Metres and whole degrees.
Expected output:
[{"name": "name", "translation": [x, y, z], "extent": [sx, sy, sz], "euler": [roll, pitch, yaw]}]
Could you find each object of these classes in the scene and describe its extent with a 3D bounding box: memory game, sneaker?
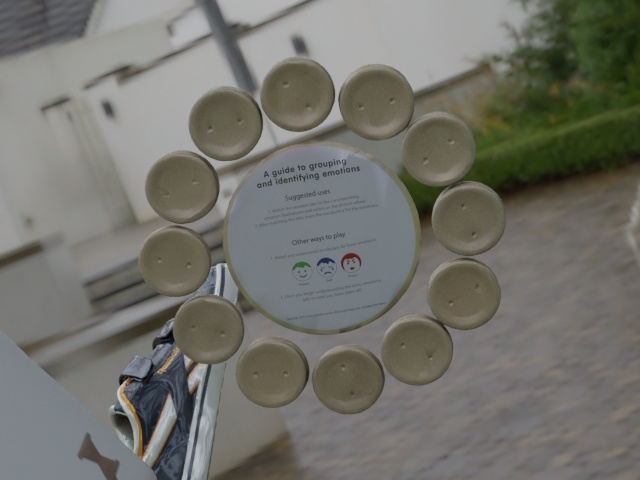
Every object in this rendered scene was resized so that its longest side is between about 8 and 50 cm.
[{"name": "memory game", "translation": [0.000, 0.000, 0.710], "extent": [0.186, 0.186, 0.012], "euler": [-21, 11, 10]}, {"name": "sneaker", "translation": [-0.172, 0.162, 1.661], "extent": [0.127, 0.321, 0.126], "euler": [11, -30, -2]}]

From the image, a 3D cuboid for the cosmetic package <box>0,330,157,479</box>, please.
[{"name": "cosmetic package", "translation": [-0.360, 0.230, 0.837], "extent": [0.393, 0.327, 0.329], "euler": [-40, 15, 16]}]
